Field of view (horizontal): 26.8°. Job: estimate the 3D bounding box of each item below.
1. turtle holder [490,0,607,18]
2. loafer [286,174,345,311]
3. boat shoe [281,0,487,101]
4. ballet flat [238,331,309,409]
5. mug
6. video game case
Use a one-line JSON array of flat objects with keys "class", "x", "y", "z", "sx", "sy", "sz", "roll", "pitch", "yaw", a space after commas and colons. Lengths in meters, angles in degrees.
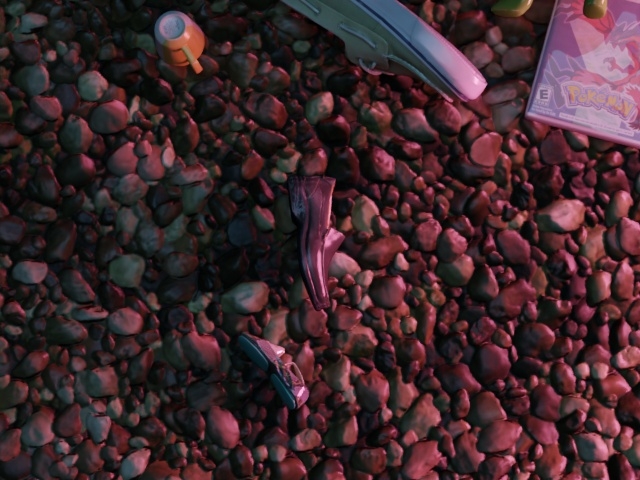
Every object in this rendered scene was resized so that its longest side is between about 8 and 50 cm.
[{"class": "turtle holder", "x": 0.264, "y": -0.408, "z": 1.553, "sx": 0.243, "sy": 0.320, "sz": 0.227, "roll": 21, "pitch": 81, "yaw": -16}, {"class": "loafer", "x": 0.000, "y": 0.000, "z": 1.630, "sx": 0.061, "sy": 0.062, "sz": 0.170, "roll": -8, "pitch": 82, "yaw": -3}, {"class": "boat shoe", "x": 0.070, "y": -0.255, "z": 1.655, "sx": 0.302, "sy": 0.109, "sz": 0.094, "roll": 41, "pitch": 101, "yaw": 17}, {"class": "ballet flat", "x": -0.053, "y": 0.151, "z": 1.623, "sx": 0.041, "sy": 0.041, "sz": 0.114, "roll": -38, "pitch": 81, "yaw": -3}, {"class": "mug", "x": -0.173, "y": -0.253, "z": 1.677, "sx": 0.078, "sy": 0.064, "sz": 0.062, "roll": 25, "pitch": 83, "yaw": 7}, {"class": "video game case", "x": 0.371, "y": -0.212, "z": 1.658, "sx": 0.201, "sy": 0.023, "sz": 0.183, "roll": 15, "pitch": 82, "yaw": 6}]
